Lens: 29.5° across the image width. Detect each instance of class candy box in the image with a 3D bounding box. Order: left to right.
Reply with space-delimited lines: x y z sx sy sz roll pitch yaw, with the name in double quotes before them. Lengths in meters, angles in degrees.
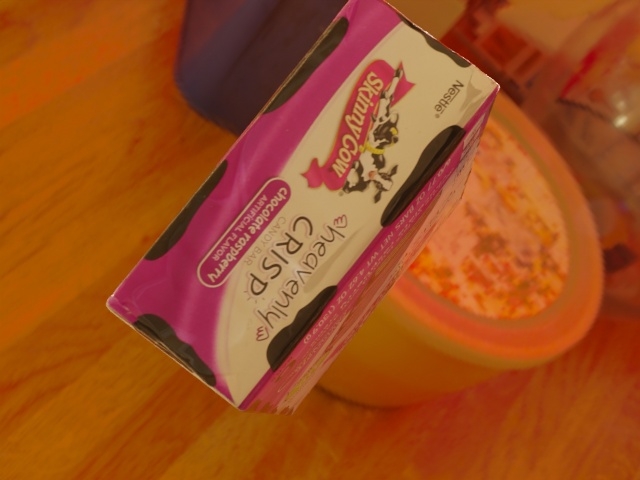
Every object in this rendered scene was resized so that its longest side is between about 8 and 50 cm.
"candy box" 0.000 0.000 0.562 0.071 0.233 0.159 38 86 7
